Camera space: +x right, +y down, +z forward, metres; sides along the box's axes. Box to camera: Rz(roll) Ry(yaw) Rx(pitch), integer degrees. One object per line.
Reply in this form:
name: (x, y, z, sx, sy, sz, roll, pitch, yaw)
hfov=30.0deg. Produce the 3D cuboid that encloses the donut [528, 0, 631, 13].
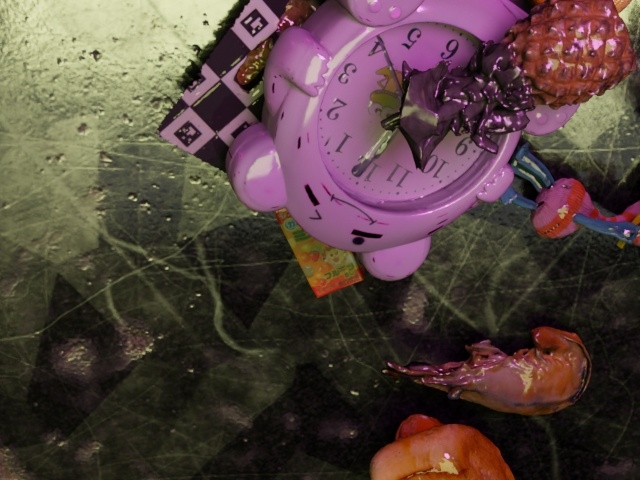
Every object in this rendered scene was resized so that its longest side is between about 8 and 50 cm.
donut: (0.265, -0.289, 1.213, 0.151, 0.058, 0.152, 0, 117, 0)

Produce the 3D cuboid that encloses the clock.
clock: (0.078, -0.131, 1.227, 0.295, 0.113, 0.322, 29, 106, -26)

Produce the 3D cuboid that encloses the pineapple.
pineapple: (0.169, -0.150, 1.120, 0.237, 0.111, 0.119, -28, 90, 7)

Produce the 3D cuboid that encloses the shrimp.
shrimp: (0.196, 0.138, 1.407, 0.262, 0.066, 0.117, 15, 100, -21)

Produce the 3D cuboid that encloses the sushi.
sushi: (-0.023, -0.187, 1.260, 0.192, 0.043, 0.280, 29, 106, -26)

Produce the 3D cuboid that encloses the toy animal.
toy animal: (0.296, -0.034, 1.304, 0.208, 0.103, 0.100, 22, 104, -5)

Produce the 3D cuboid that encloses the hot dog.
hot dog: (0.158, 0.318, 1.440, 0.150, 0.153, 0.257, -23, 110, 16)

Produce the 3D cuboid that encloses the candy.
candy: (0.000, 0.000, 1.357, 0.062, 0.038, 0.122, -22, 112, 10)
